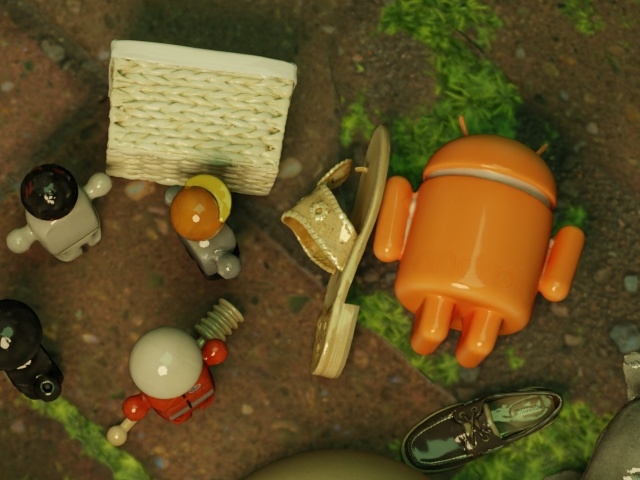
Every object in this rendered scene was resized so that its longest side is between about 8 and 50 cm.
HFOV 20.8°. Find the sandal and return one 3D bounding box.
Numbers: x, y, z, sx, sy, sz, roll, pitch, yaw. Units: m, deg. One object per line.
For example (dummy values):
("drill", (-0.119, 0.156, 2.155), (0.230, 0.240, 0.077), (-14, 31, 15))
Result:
("sandal", (0.001, -0.001, 1.553), (0.079, 0.088, 0.240), (14, 77, -10))

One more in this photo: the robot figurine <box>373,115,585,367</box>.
("robot figurine", (0.142, 0.000, 1.553), (0.158, 0.128, 0.219), (2, 68, 35))

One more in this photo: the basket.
("basket", (-0.112, -0.107, 1.559), (0.167, 0.113, 0.103), (8, 76, -6))

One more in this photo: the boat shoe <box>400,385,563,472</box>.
("boat shoe", (0.144, 0.161, 1.543), (0.152, 0.049, 0.056), (-22, 77, -14))

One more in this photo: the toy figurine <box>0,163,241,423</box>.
("toy figurine", (-0.175, 0.041, 1.468), (0.213, 0.148, 0.209), (10, 72, 8))

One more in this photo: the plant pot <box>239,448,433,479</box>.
("plant pot", (0.023, 0.296, 1.413), (0.284, 0.191, 0.284), (2, 73, -6))

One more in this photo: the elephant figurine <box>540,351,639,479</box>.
("elephant figurine", (0.244, 0.258, 1.484), (0.239, 0.169, 0.186), (-35, 51, 0))

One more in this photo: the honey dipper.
("honey dipper", (-0.131, 0.117, 1.532), (0.030, 0.030, 0.160), (42, 76, 6))
